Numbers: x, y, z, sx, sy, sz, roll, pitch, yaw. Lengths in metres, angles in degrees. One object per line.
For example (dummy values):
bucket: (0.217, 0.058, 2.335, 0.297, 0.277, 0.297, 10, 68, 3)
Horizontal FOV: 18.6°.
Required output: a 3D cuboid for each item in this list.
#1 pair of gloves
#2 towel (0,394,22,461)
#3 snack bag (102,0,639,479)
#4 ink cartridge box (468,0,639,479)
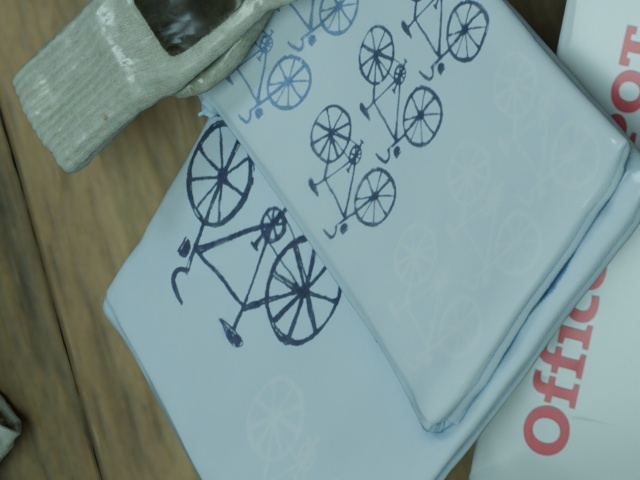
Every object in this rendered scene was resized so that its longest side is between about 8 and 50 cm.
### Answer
pair of gloves: (-0.122, -0.186, 1.107, 0.204, 0.042, 0.240, -30, 73, 21)
towel: (-0.346, 0.101, 1.257, 0.282, 0.049, 0.187, 38, 110, 4)
snack bag: (0.000, 0.000, 1.038, 0.342, 0.037, 0.323, -58, 43, 24)
ink cartridge box: (0.299, 0.025, 0.997, 0.395, 0.166, 0.285, 14, 104, 13)
